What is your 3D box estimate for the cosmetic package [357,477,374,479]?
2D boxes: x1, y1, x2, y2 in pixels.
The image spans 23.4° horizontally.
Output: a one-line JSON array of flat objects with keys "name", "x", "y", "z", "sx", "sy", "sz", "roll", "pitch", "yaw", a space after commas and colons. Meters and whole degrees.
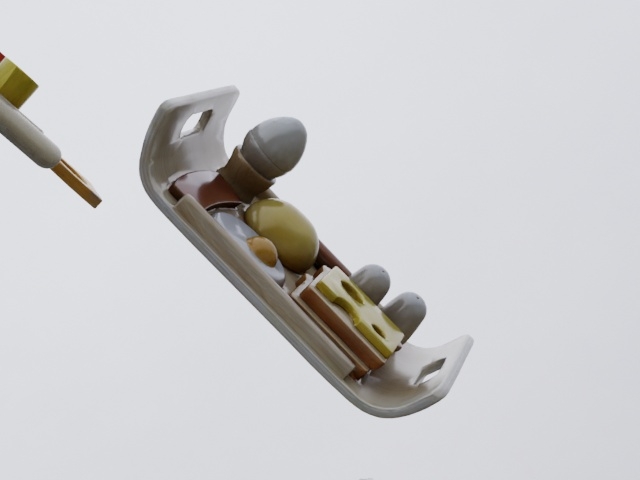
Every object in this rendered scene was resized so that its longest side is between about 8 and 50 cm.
[{"name": "cosmetic package", "x": 0.039, "y": 0.285, "z": 0.799, "sx": 0.113, "sy": 0.310, "sz": 0.160, "roll": -25, "pitch": -10, "yaw": 0}]

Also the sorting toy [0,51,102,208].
[{"name": "sorting toy", "x": -0.295, "y": -0.156, "z": 1.276, "sx": 0.047, "sy": 0.196, "sz": 0.347, "roll": -46, "pitch": -52, "yaw": -1}]

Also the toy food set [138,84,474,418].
[{"name": "toy food set", "x": 0.000, "y": 0.000, "z": 1.248, "sx": 0.092, "sy": 0.306, "sz": 0.220, "roll": -45, "pitch": -2, "yaw": 14}]
